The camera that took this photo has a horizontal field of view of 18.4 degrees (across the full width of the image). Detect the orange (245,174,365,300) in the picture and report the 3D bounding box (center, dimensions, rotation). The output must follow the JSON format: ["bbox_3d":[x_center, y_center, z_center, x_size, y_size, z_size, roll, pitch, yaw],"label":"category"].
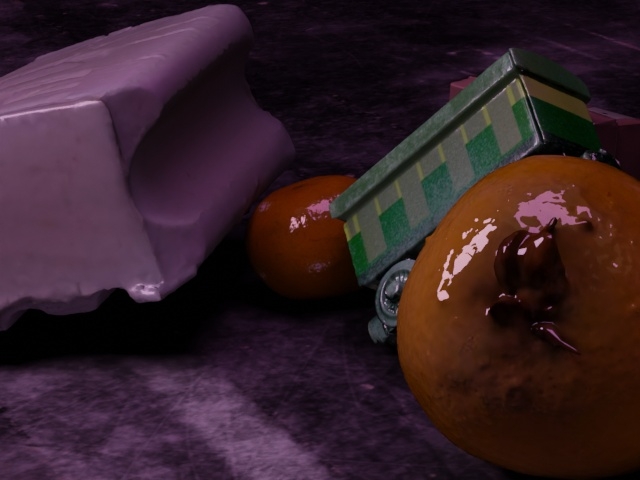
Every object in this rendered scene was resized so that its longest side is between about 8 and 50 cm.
[{"bbox_3d":[0.000,0.000,2.028,0.156,0.124,0.156,-19,13,4],"label":"orange"}]

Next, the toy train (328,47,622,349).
[{"bbox_3d":[0.148,-0.025,1.847,0.120,0.301,0.202,20,43,-39],"label":"toy train"}]

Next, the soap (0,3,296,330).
[{"bbox_3d":[-0.251,-0.074,2.039,0.350,0.212,0.435,-15,13,21],"label":"soap"}]

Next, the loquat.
[{"bbox_3d":[0.195,0.061,1.598,0.275,0.274,0.275,-3,20,1],"label":"loquat"}]

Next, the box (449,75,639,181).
[{"bbox_3d":[0.220,-0.043,1.974,0.086,0.215,0.215,-8,19,-37],"label":"box"}]
